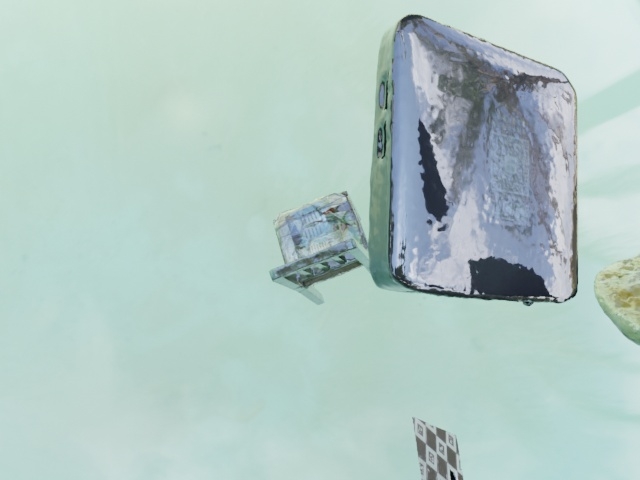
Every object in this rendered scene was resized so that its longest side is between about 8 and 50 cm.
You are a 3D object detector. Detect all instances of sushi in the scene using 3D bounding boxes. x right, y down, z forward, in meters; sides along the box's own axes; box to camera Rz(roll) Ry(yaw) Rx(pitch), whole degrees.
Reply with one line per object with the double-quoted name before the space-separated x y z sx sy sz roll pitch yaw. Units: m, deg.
"sushi" 0.245 0.530 1.234 0.192 0.043 0.279 34 39 -40

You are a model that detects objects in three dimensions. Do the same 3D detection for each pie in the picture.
"pie" 0.575 0.118 0.865 0.339 0.077 0.339 6 32 -4

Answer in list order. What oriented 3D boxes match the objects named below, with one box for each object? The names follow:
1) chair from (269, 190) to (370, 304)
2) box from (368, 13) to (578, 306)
"chair" 0.000 0.000 0.945 0.270 0.136 0.147 44 26 -69
"box" 0.178 -0.074 0.646 0.290 0.073 0.289 5 84 -33
